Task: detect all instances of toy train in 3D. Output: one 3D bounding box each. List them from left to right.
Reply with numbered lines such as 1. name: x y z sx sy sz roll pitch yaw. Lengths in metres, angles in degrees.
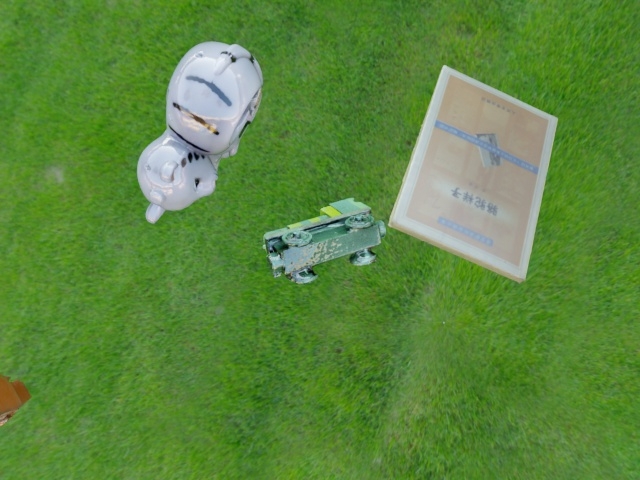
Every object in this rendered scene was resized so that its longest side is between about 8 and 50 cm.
1. toy train: 0.000 -0.001 0.864 0.200 0.132 0.083 -14 115 -21

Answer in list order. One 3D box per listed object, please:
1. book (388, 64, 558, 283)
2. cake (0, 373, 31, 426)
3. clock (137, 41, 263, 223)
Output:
1. book: 0.192 -0.088 0.653 0.170 0.018 0.242 23 66 -5
2. cake: -0.433 0.193 0.614 0.098 0.287 0.135 -29 97 -9
3. clock: -0.119 -0.101 0.516 0.080 0.117 0.176 28 132 -9
